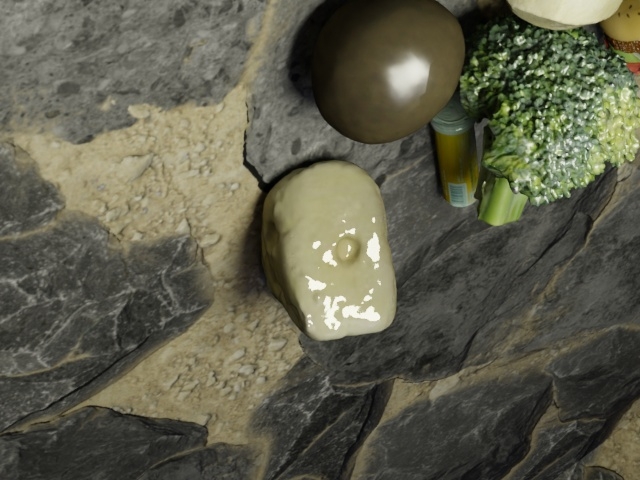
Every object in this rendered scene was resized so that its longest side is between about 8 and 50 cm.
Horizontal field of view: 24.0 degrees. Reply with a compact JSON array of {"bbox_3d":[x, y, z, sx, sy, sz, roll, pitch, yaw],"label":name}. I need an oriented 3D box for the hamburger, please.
[{"bbox_3d":[0.482,-0.335,2.221,0.175,0.175,0.137,-41,132,8],"label":"hamburger"}]

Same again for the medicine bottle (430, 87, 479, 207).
[{"bbox_3d":[0.207,-0.137,2.301,0.074,0.074,0.218,-28,147,-10],"label":"medicine bottle"}]

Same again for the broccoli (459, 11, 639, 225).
[{"bbox_3d":[0.324,-0.160,2.088,0.249,0.375,0.302,-7,120,7],"label":"broccoli"}]

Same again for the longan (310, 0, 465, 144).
[{"bbox_3d":[0.085,-0.230,1.985,0.220,0.197,0.196,-40,145,17],"label":"longan"}]

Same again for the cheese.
[{"bbox_3d":[-0.002,0.000,2.234,0.173,0.251,0.248,-8,103,-14],"label":"cheese"}]

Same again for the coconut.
[{"bbox_3d":[0.332,-0.397,1.985,0.202,0.202,0.222,-12,141,-30],"label":"coconut"}]
